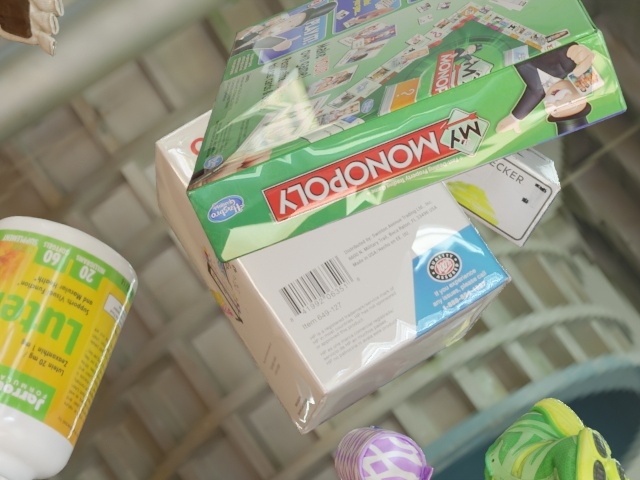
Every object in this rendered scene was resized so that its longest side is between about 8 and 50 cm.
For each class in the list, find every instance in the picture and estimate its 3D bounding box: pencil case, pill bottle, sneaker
[{"bbox_3d":[0.072,0.271,1.829,0.088,0.086,0.206,25,-7,-3],"label":"pencil case"},{"bbox_3d":[-0.257,0.116,1.267,0.136,0.245,0.136,16,-23,7],"label":"pill bottle"},{"bbox_3d":[0.233,0.242,1.499,0.109,0.123,0.295,57,-1,-5],"label":"sneaker"}]

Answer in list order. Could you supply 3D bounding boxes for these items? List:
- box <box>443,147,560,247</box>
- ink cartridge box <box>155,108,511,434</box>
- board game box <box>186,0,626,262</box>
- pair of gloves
[{"bbox_3d":[0.202,-0.092,1.880,0.169,0.087,0.290,33,11,0],"label":"box"},{"bbox_3d":[0.000,0.000,1.190,0.232,0.171,0.168,57,-15,12],"label":"ink cartridge box"},{"bbox_3d":[0.043,-0.102,0.865,0.317,0.213,0.046,-85,153,-68],"label":"board game box"},{"bbox_3d":[-0.363,-0.338,1.702,0.204,0.042,0.240,21,-57,33],"label":"pair of gloves"}]
